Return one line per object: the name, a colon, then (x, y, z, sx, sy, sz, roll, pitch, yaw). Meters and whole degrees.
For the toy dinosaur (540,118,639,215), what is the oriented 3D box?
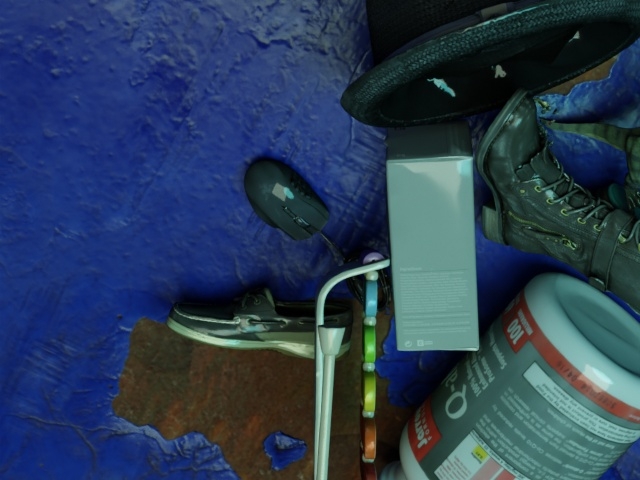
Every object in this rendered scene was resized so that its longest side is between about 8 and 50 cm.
toy dinosaur: (0.355, -0.081, 1.497, 0.064, 0.268, 0.118, -43, 118, -19)

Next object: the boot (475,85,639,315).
boot: (0.287, -0.036, 1.499, 0.229, 0.091, 0.263, 27, 153, 25)

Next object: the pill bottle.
pill bottle: (0.223, 0.230, 1.635, 0.210, 0.210, 0.363, 33, 113, -12)

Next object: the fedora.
fedora: (0.166, -0.237, 1.437, 0.334, 0.334, 0.152, -18, 79, 10)

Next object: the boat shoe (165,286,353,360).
boat shoe: (-0.069, 0.090, 1.663, 0.223, 0.080, 0.073, 10, 106, -9)

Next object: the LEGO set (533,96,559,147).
LEGO set: (0.244, -0.129, 1.566, 0.054, 0.023, 0.083, 43, 142, -2)

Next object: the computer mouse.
computer mouse: (0.000, 0.000, 1.636, 0.071, 0.041, 0.242, -40, 108, 17)

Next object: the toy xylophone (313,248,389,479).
toy xylophone: (0.034, 0.172, 1.548, 0.081, 0.236, 0.322, 0, 101, -1)

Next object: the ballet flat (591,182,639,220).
ballet flat: (0.410, 0.041, 1.614, 0.280, 0.095, 0.096, 35, 122, -2)

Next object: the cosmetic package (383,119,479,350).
cosmetic package: (0.126, -0.006, 1.581, 0.107, 0.127, 0.238, 0, 116, 3)
